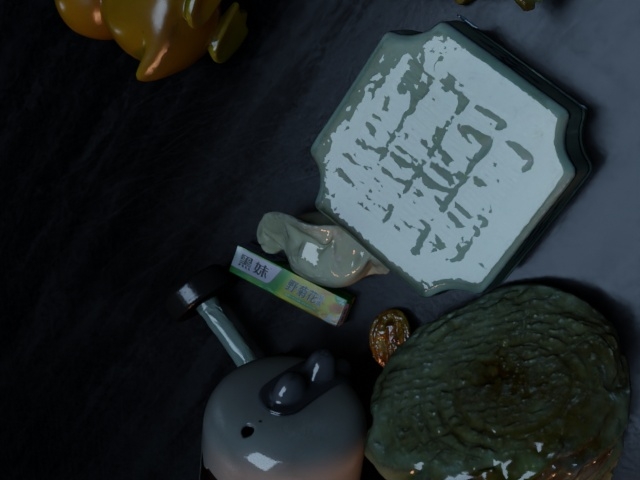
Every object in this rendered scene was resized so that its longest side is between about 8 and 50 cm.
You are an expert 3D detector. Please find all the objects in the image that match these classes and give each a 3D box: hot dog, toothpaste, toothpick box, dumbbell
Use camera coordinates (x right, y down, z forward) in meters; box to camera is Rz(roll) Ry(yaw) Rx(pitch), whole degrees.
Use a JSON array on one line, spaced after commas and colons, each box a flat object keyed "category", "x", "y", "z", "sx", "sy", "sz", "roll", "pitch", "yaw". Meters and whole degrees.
[{"category": "hot dog", "x": 0.095, "y": 0.133, "z": 1.297, "sx": 0.058, "sy": 0.035, "sz": 0.083, "roll": -8, "pitch": 95, "yaw": 21}, {"category": "toothpaste", "x": -0.039, "y": 0.059, "z": 1.344, "sx": 0.178, "sy": 0.037, "sz": 0.043, "roll": 26, "pitch": 108, "yaw": 18}, {"category": "toothpick box", "x": -0.042, "y": 0.279, "z": 1.244, "sx": 0.229, "sy": 0.229, "sz": 0.316, "roll": 22, "pitch": 128, "yaw": 19}, {"category": "dumbbell", "x": -0.124, "y": 0.134, "z": 1.357, "sx": 0.100, "sy": 0.100, "sz": 0.191, "roll": -41, "pitch": 82, "yaw": 23}]

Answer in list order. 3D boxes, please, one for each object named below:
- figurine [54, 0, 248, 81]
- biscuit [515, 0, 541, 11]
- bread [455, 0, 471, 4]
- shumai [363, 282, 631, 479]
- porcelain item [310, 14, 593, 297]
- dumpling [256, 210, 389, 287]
[{"category": "figurine", "x": -0.230, "y": -0.315, "z": 1.294, "sx": 0.228, "sy": 0.215, "sz": 0.215, "roll": 49, "pitch": 113, "yaw": 24}, {"category": "biscuit", "x": 0.247, "y": -0.363, "z": 1.106, "sx": 0.144, "sy": 0.016, "sz": 0.203, "roll": 46, "pitch": 70, "yaw": -7}, {"category": "bread", "x": 0.196, "y": -0.334, "z": 1.160, "sx": 0.109, "sy": 0.080, "sz": 0.084, "roll": -13, "pitch": 90, "yaw": 22}, {"category": "shumai", "x": 0.236, "y": 0.241, "z": 1.197, "sx": 0.309, "sy": 0.304, "sz": 0.263, "roll": 3, "pitch": 134, "yaw": 33}, {"category": "porcelain item", "x": 0.156, "y": -0.099, "z": 1.170, "sx": 0.281, "sy": 0.157, "sz": 0.286, "roll": 39, "pitch": 112, "yaw": 16}, {"category": "dumpling", "x": 0.002, "y": 0.000, "z": 1.262, "sx": 0.169, "sy": 0.134, "sz": 0.100, "roll": 34, "pitch": 77, "yaw": 29}]
